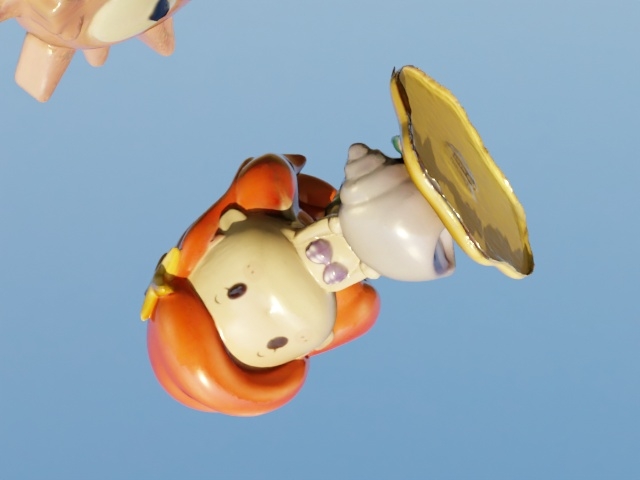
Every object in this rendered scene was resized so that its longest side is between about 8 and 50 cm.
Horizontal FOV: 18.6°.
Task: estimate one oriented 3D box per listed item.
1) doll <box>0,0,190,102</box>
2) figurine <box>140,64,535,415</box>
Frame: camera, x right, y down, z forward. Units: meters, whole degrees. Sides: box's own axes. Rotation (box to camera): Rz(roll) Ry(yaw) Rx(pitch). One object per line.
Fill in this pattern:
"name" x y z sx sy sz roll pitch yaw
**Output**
"doll" -0.111 -0.174 1.084 0.093 0.211 0.262 39 -125 19
"figurine" 0.004 0.008 1.389 0.257 0.181 0.208 -28 -131 22
